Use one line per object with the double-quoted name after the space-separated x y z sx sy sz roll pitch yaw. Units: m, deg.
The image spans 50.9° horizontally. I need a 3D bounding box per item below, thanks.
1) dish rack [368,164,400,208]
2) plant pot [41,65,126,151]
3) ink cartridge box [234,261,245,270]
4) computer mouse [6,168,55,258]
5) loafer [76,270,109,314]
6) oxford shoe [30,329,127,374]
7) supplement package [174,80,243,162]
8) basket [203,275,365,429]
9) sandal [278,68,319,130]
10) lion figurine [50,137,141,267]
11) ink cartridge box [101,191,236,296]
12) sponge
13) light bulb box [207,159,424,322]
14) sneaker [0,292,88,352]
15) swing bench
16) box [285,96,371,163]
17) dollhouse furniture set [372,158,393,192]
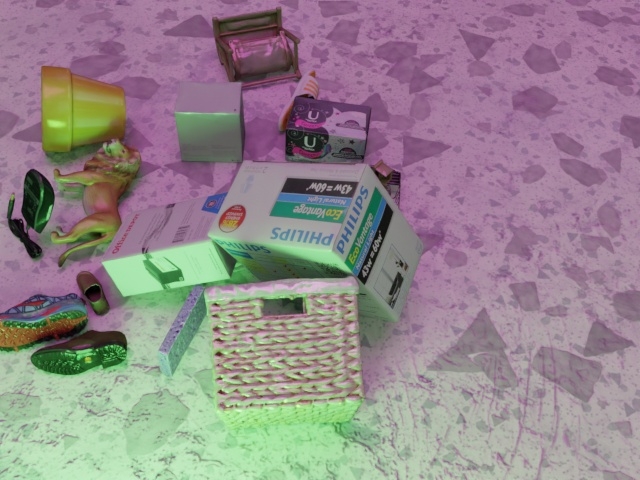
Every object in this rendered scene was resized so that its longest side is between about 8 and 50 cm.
0.139 -0.115 1.978 0.208 0.074 0.272 7 49 1 "dish rack"
-0.728 -0.397 2.062 0.239 0.254 0.254 -1 50 -22 "plant pot"
-0.246 0.029 1.844 0.104 0.062 0.181 -13 52 -12 "ink cartridge box"
-0.781 -0.098 1.821 0.060 0.262 0.184 -15 45 -45 "computer mouse"
-0.595 0.127 1.755 0.056 0.050 0.148 -30 58 -24 "loafer"
-0.584 0.268 1.637 0.227 0.083 0.096 -6 32 -8 "oxford shoe"
-0.334 -0.363 2.066 0.194 0.203 0.149 1 51 -3 "supplement package"
-0.078 0.259 1.483 0.328 0.331 0.266 -3 69 -5 "basket"
-0.056 -0.452 2.226 0.076 0.102 0.265 21 62 12 "sandal"
-0.628 -0.107 1.910 0.240 0.142 0.392 -2 65 -14 "lion figurine"
-0.366 0.008 1.726 0.307 0.129 0.223 -10 35 16 "ink cartridge box"
-0.335 0.218 1.652 0.031 0.117 0.210 18 53 9 "sponge"
0.000 0.000 1.595 0.358 0.361 0.225 7 63 34 "light bulb box"
-0.717 0.196 1.682 0.261 0.104 0.125 -8 35 -14 "sneaker"
-0.223 -0.675 2.354 0.253 0.165 0.255 -14 48 -13 "swing bench"
0.024 -0.335 2.100 0.247 0.142 0.163 8 51 4 "box"
0.095 -0.123 1.830 0.101 0.161 0.182 38 62 20 "dollhouse furniture set"
